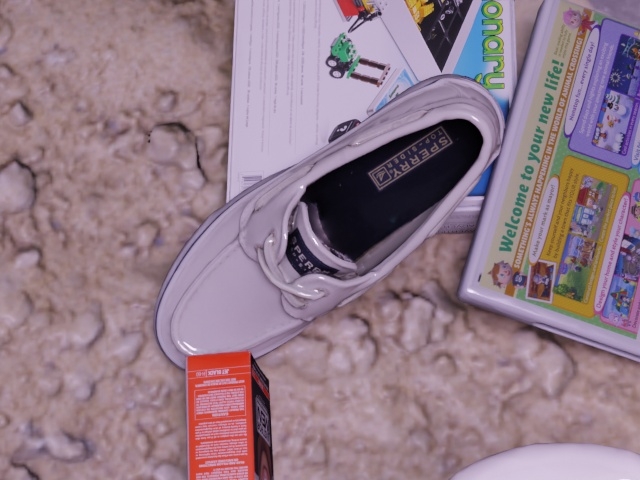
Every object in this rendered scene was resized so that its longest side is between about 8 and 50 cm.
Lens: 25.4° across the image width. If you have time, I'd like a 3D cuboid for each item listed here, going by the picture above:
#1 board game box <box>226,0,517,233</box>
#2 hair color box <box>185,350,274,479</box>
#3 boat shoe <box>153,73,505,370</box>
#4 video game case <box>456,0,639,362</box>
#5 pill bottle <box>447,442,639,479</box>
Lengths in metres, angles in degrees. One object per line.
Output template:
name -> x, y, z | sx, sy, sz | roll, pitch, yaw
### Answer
board game box -> 0.038, -0.151, 0.979 | 0.193, 0.053, 0.305 | -1, 69, 8
hair color box -> -0.054, 0.145, 0.867 | 0.043, 0.072, 0.141 | -5, 69, 7
boat shoe -> 0.000, 0.000, 0.867 | 0.267, 0.088, 0.096 | -33, 99, 14
video game case -> 0.204, -0.030, 0.893 | 0.193, 0.023, 0.212 | 19, 72, -3
pill bottle -> 0.119, 0.212, 0.687 | 0.169, 0.301, 0.169 | -3, 67, 8
